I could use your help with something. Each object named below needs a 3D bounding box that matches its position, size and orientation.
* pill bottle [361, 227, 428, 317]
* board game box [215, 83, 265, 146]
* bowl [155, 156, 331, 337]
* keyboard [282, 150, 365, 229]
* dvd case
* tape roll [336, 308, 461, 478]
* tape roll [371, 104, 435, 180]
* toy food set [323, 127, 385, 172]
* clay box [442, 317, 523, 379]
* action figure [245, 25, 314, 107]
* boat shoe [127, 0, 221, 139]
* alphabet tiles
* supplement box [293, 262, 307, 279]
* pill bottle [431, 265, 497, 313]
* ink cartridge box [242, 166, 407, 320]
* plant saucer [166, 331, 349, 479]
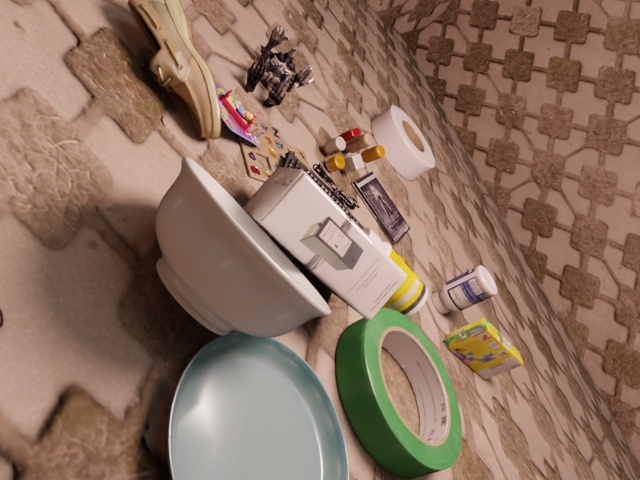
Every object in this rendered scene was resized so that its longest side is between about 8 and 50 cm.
[{"bbox_3d":[0.144,0.077,1.099,0.208,0.119,0.119,47,31,-17],"label":"pill bottle"},{"bbox_3d":[-0.171,-0.279,1.016,0.133,0.033,0.168,65,18,18],"label":"board game box"},{"bbox_3d":[-0.131,0.036,0.666,0.298,0.134,0.298,48,-1,2],"label":"bowl"},{"bbox_3d":[0.025,-0.101,1.175,0.317,0.033,0.202,44,32,-27],"label":"keyboard"},{"bbox_3d":[0.188,-0.101,1.442,0.221,0.018,0.164,56,31,-2],"label":"dvd case"},{"bbox_3d":[0.163,0.298,0.956,0.321,0.077,0.321,36,36,-31],"label":"tape roll"},{"bbox_3d":[0.318,-0.373,1.819,0.286,0.100,0.286,36,36,-32],"label":"tape roll"},{"bbox_3d":[0.074,-0.253,1.378,0.232,0.104,0.111,-29,100,-43],"label":"toy food set"},{"bbox_3d":[0.452,0.299,1.331,0.222,0.127,0.053,42,32,-25],"label":"clay box"},{"bbox_3d":[-0.097,-0.458,1.251,0.164,0.141,0.276,43,36,-20],"label":"action figure"},{"bbox_3d":[-0.277,-0.329,0.909,0.098,0.109,0.302,-21,91,-24],"label":"boat shoe"},{"bbox_3d":[-0.102,-0.199,1.120,0.237,0.009,0.198,15,49,-50],"label":"alphabet tiles"},{"bbox_3d":[-0.050,0.090,0.877,0.055,0.043,0.083,-14,72,-60],"label":"supplement box"},{"bbox_3d":[0.413,0.149,1.376,0.094,0.169,0.094,36,36,-32],"label":"pill bottle"},{"bbox_3d":[0.000,0.000,0.881,0.273,0.115,0.198,44,-6,-20],"label":"ink cartridge box"},{"bbox_3d":[-0.079,0.281,0.649,0.317,0.043,0.318,37,35,-32],"label":"plant saucer"}]
